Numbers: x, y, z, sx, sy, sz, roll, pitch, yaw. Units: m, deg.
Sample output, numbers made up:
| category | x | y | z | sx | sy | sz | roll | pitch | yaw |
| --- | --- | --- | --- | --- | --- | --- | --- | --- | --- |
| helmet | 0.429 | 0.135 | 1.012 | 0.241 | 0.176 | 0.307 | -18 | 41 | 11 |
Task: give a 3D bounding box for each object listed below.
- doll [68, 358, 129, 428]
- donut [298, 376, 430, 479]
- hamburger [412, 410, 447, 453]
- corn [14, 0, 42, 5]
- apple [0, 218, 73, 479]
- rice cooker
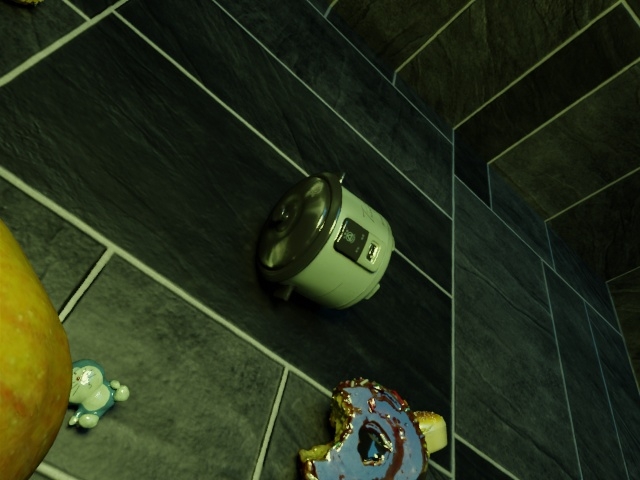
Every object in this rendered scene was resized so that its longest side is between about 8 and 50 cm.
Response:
| category | x | y | z | sx | sy | sz | roll | pitch | yaw |
| --- | --- | --- | --- | --- | --- | --- | --- | --- | --- |
| doll | -0.308 | 0.200 | 0.688 | 0.083 | 0.050 | 0.076 | 50 | 54 | -7 |
| donut | 0.072 | 0.361 | 0.891 | 0.216 | 0.096 | 0.230 | 24 | 57 | -12 |
| hamburger | 0.176 | 0.371 | 1.018 | 0.141 | 0.126 | 0.082 | -9 | 76 | -25 |
| corn | -0.606 | -0.495 | 0.900 | 0.260 | 0.091 | 0.091 | 19 | 64 | -34 |
| apple | -0.409 | 0.106 | 0.413 | 0.400 | 0.333 | 0.400 | 33 | 38 | -31 |
| rice cooker | 0.000 | 0.000 | 1.034 | 0.227 | 0.241 | 0.281 | 33 | 77 | -31 |
